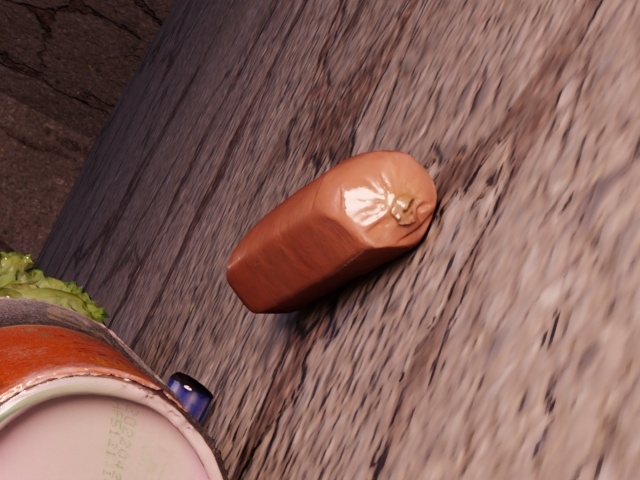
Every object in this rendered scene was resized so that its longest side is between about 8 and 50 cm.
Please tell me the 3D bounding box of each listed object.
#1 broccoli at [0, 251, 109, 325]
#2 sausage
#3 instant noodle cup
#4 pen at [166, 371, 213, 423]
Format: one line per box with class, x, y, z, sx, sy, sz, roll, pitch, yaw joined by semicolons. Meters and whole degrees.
broccoli;-0.232;0.106;0.905;0.265;0.245;0.294;-37;46;27
sausage;0.000;0.000;0.553;0.030;0.035;0.147;-41;1;-20
instant noodle cup;-0.086;0.081;0.561;0.127;0.127;0.136;-64;17;-9
pen;-0.097;0.143;0.689;0.204;0.025;0.025;-62;10;3
